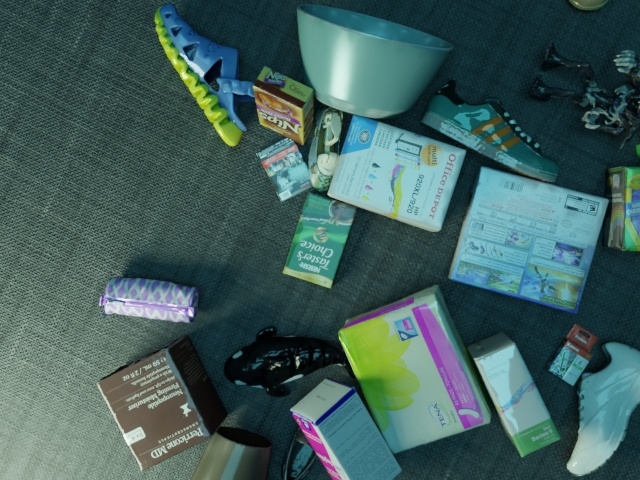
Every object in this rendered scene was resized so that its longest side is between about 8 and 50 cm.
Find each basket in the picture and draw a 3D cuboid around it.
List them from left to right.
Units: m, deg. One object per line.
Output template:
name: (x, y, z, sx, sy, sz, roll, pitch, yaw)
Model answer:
basket: (-0.195, 0.519, 1.569, 0.204, 0.154, 0.227, 17, 88, -22)

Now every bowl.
bowl: (0.089, -0.343, 1.473, 0.312, 0.311, 0.163, 15, 112, 3)

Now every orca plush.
orca plush: (-0.066, 0.268, 1.575, 0.287, 0.102, 0.151, 7, 92, 3)

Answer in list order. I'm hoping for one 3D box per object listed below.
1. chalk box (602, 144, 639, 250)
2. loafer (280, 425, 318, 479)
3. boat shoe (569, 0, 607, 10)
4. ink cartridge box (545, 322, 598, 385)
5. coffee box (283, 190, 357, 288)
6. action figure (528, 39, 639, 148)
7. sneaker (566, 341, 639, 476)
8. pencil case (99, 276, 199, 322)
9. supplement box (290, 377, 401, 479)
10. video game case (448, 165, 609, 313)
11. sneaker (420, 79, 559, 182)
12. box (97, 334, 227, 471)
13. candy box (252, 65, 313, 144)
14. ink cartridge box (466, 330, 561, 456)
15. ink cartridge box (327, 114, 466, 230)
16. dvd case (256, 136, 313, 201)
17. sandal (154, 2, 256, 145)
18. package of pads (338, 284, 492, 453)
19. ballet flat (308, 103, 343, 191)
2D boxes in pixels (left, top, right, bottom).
chalk box: (0.655, -0.086, 1.504, 0.132, 0.132, 0.213, 2, 93, 4)
loafer: (-0.018, 0.418, 1.589, 0.076, 0.078, 0.223, 27, 93, 2)
boat shoe: (0.541, -0.641, 1.503, 0.122, 0.110, 0.341, -3, 92, 4)
ink cartridge box: (0.531, 0.239, 1.573, 0.063, 0.029, 0.115, 32, 94, 2)
coffee box: (0.000, 0.000, 1.592, 0.113, 0.040, 0.184, 19, 93, 3)
action figure: (0.562, -0.288, 1.485, 0.276, 0.141, 0.164, 24, 93, 14)
sneaker: (0.580, 0.345, 1.550, 0.129, 0.111, 0.297, 29, 86, 13)
pencil case: (-0.361, 0.126, 1.596, 0.206, 0.088, 0.086, 4, 94, 3)
supplement box: (0.052, 0.406, 1.525, 0.114, 0.111, 0.220, -38, 108, -23)
video game case: (0.427, -0.002, 1.556, 0.269, 0.061, 0.244, 15, 92, 3)
sneaker: (0.363, -0.224, 1.529, 0.302, 0.108, 0.121, 28, 98, 4)
box: (-0.324, 0.331, 1.560, 0.168, 0.167, 0.203, -27, 90, 4)
candy box: (-0.071, -0.267, 1.511, 0.109, 0.186, 0.053, 27, 78, 7)
ink cartridge box: (0.387, 0.305, 1.522, 0.093, 0.154, 0.212, -27, 90, 4)
ink cartridge box: (0.153, -0.132, 1.515, 0.233, 0.168, 0.171, 18, 93, 3)
dvd case: (-0.072, -0.154, 1.606, 0.087, 0.013, 0.119, -28, 89, 4)
sandal: (-0.225, -0.360, 1.563, 0.138, 0.126, 0.317, -35, 98, 0)
package of pads: (0.188, 0.268, 1.531, 0.229, 0.101, 0.296, -23, 96, 17)
ballet flat: (0.014, -0.196, 1.568, 0.070, 0.070, 0.188, 2, 93, 3)
